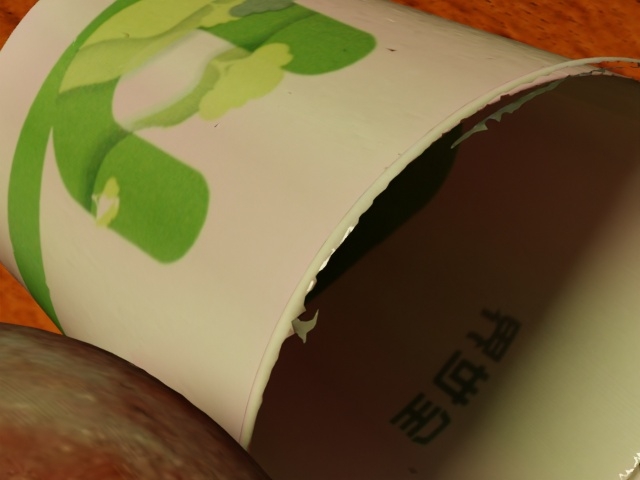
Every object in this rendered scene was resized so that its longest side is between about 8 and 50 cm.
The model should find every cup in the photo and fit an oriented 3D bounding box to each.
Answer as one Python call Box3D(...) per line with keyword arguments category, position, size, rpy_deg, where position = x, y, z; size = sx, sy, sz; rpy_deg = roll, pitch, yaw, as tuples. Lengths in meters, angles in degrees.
Box3D(category="cup", position=(0.000, 0.000, 0.743), size=(0.253, 0.253, 0.274), rpy_deg=(-33, 42, -21))

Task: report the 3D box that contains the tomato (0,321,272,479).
Box3D(category="tomato", position=(-0.128, 0.174, 0.527), size=(0.317, 0.316, 0.282), rpy_deg=(27, 39, 31))
